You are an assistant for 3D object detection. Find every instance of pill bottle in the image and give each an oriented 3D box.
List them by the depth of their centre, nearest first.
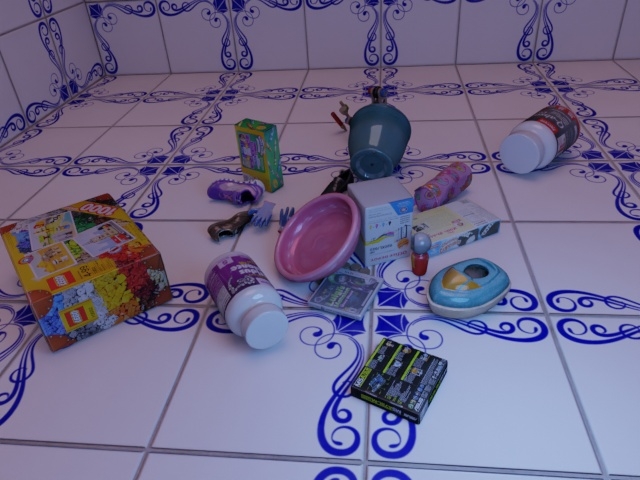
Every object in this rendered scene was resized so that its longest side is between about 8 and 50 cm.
[{"bbox_3d":[-0.210,0.170,1.514,0.169,0.169,0.301,-20,37,-22],"label":"pill bottle"},{"bbox_3d":[0.928,-0.426,2.245,0.210,0.210,0.363,26,44,37],"label":"pill bottle"}]

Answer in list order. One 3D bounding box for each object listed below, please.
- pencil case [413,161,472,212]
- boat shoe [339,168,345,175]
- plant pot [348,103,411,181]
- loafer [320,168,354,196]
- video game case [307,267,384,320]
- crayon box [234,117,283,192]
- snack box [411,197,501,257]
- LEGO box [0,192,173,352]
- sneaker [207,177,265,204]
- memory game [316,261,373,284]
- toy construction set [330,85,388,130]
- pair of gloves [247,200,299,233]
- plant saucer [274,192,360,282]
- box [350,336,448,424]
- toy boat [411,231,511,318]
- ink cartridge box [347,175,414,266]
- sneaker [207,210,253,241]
[{"bbox_3d":[0.471,-0.204,2.045,0.124,0.124,0.284,24,44,36],"label":"pencil case"},{"bbox_3d":[0.097,-0.290,2.288,0.035,0.035,0.100,-2,34,4],"label":"boat shoe"},{"bbox_3d":[0.234,-0.395,2.246,0.271,0.272,0.255,5,49,14],"label":"plant pot"},{"bbox_3d":[0.064,-0.221,2.149,0.076,0.078,0.223,16,39,29],"label":"loafer"},{"bbox_3d":[0.079,0.156,1.612,0.173,0.022,0.190,13,38,23],"label":"video game case"},{"bbox_3d":[-0.253,-0.352,2.200,0.165,0.278,0.081,20,41,31],"label":"crayon box"},{"bbox_3d":[0.446,-0.049,1.866,0.322,0.060,0.187,-18,36,-19],"label":"snack box"},{"bbox_3d":[-0.757,0.074,1.695,0.372,0.193,0.500,-25,39,-28],"label":"LEGO box"},{"bbox_3d":[-0.347,-0.190,2.144,0.236,0.095,0.104,0,41,4],"label":"sneaker"},{"bbox_3d":[0.079,0.126,1.688,0.186,0.012,0.186,-3,33,2],"label":"memory game"},{"bbox_3d":[0.238,-0.593,2.634,0.308,0.237,0.257,-1,60,36],"label":"toy construction set"},{"bbox_3d":[-0.170,-0.089,1.983,0.198,0.023,0.159,19,41,2],"label":"pair of gloves"},{"bbox_3d":[0.000,0.000,1.709,0.332,0.084,0.332,-26,42,27],"label":"plant saucer"},{"bbox_3d":[0.199,0.343,1.322,0.184,0.045,0.191,14,38,28],"label":"box"},{"bbox_3d":[0.385,0.097,1.576,0.267,0.148,0.318,-25,39,-27],"label":"toy boat"},{"bbox_3d":[0.196,-0.064,1.762,0.171,0.233,0.168,-13,37,-13],"label":"ink cartridge box"},{"bbox_3d":[-0.321,-0.046,1.962,0.188,0.066,0.071,-25,59,-25],"label":"sneaker"}]
